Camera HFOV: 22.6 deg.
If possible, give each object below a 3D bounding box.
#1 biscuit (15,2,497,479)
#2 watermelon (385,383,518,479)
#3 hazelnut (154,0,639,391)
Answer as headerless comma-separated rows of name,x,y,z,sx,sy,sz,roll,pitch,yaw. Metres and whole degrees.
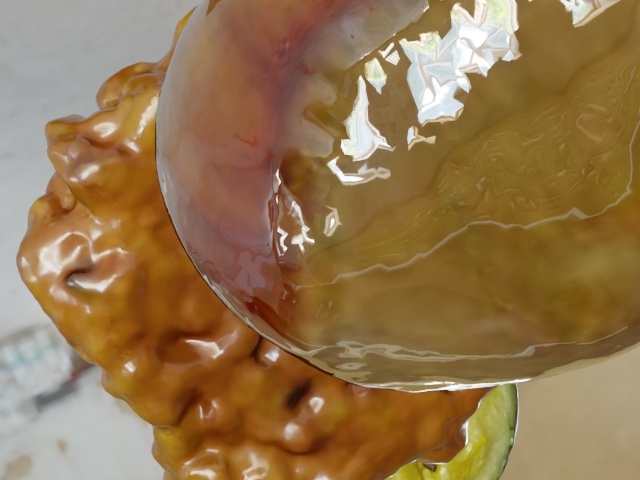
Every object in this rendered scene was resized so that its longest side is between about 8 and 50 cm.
biscuit,0.000,0.000,0.927,0.318,0.312,0.110,-36,-150,-9
watermelon,0.015,0.140,1.507,0.330,0.331,0.189,-25,-148,-11
hazelnut,0.053,-0.045,0.539,0.210,0.186,0.210,-43,180,0
